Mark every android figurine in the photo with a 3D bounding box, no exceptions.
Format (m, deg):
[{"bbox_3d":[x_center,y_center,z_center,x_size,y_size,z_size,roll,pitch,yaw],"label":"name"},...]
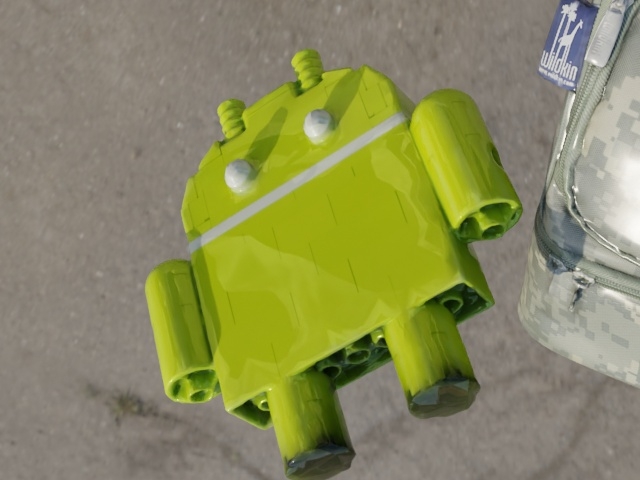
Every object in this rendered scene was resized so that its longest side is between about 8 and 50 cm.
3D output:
[{"bbox_3d":[0.000,0.000,0.765,0.248,0.273,0.056,-30,144,20],"label":"android figurine"}]

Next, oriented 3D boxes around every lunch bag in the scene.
[{"bbox_3d":[0.275,-0.034,0.713,0.305,0.212,0.256,24,143,17],"label":"lunch bag"}]
